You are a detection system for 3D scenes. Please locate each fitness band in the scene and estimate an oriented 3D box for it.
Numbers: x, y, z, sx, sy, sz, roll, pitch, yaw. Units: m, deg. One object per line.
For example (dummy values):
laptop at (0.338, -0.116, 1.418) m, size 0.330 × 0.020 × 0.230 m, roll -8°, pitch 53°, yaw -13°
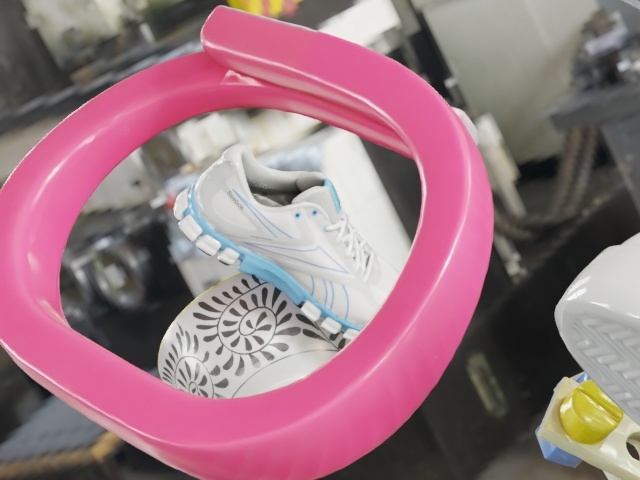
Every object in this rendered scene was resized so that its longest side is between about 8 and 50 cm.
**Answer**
fitness band at (-0.044, -0.002, 0.801) m, size 0.291 × 0.054 × 0.209 m, roll 24°, pitch 75°, yaw 44°

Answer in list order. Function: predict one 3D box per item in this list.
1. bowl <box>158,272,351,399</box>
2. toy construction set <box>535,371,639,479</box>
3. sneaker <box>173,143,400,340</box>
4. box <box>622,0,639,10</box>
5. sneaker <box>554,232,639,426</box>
bowl at (-0.026, 0.098, 1.239) m, size 0.170 × 0.170 × 0.080 m, roll -26°, pitch 53°, yaw 4°
toy construction set at (0.222, 0.211, 0.867) m, size 0.328 × 0.151 × 0.215 m, roll 29°, pitch 56°, yaw 18°
sneaker at (0.000, 0.000, 1.157) m, size 0.083 × 0.191 × 0.071 m, roll -52°, pitch 16°, yaw 35°
box at (0.271, -0.237, 1.081) m, size 0.225 × 0.036 × 0.136 m, roll -54°, pitch 46°, yaw 2°
sneaker at (0.220, 0.017, 0.438) m, size 0.293 × 0.108 × 0.169 m, roll 20°, pitch 68°, yaw 32°
